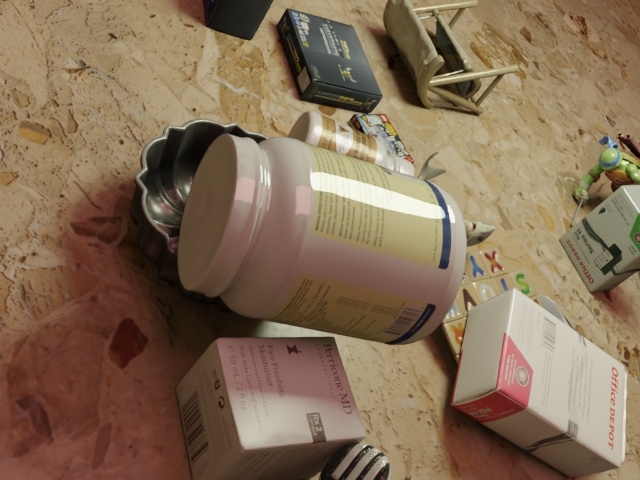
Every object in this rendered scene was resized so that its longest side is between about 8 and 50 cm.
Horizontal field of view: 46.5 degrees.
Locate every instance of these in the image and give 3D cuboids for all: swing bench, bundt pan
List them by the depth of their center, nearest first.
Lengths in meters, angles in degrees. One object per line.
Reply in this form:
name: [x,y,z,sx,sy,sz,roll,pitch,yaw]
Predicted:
bundt pan: [-0.146,-0.027,1.160,0.331,0.124,0.331,20,47,-22]
swing bench: [0.290,-0.456,1.799,0.255,0.165,0.253,-2,58,-30]

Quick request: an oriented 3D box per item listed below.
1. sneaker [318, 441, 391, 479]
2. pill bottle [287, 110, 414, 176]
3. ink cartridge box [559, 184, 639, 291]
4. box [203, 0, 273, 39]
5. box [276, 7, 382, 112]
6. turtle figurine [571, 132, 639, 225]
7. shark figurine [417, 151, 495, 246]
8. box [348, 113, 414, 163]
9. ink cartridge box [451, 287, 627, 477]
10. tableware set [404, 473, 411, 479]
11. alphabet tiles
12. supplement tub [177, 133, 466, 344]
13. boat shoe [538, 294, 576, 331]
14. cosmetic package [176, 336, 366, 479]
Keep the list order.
sneaker: [0.001,0.398,0.935,0.281,0.162,0.106,-43,54,-16]
pill bottle: [0.053,-0.141,1.388,0.229,0.131,0.131,20,46,-21]
ink cartridge box: [0.652,-0.001,1.640,0.087,0.208,0.153,-4,58,-34]
box: [-0.171,-0.552,1.554,0.108,0.153,0.207,10,50,-28]
box: [0.019,-0.392,1.624,0.183,0.059,0.232,6,52,-33]
turtle figurine: [0.738,-0.102,1.825,0.266,0.198,0.274,15,57,-46]
shark figurine: [0.234,-0.041,1.484,0.116,0.166,0.278,41,17,-38]
box: [0.129,-0.209,1.573,0.094,0.027,0.137,-8,61,-40]
ink cartridge box: [0.380,0.248,1.273,0.283,0.117,0.207,34,51,-17]
tableware set: [0.069,0.392,0.908,0.039,0.194,0.128,25,15,29]
alphabet tiles: [0.339,0.179,1.368,0.285,0.011,0.342,-9,72,-40]
supplement tub: [0.000,0.000,0.979,0.325,0.235,0.235,14,49,-25]
boat shoe: [0.478,0.173,1.499,0.142,0.049,0.040,55,11,18]
cosmetic package: [-0.070,0.226,0.983,0.184,0.151,0.151,3,54,-34]
